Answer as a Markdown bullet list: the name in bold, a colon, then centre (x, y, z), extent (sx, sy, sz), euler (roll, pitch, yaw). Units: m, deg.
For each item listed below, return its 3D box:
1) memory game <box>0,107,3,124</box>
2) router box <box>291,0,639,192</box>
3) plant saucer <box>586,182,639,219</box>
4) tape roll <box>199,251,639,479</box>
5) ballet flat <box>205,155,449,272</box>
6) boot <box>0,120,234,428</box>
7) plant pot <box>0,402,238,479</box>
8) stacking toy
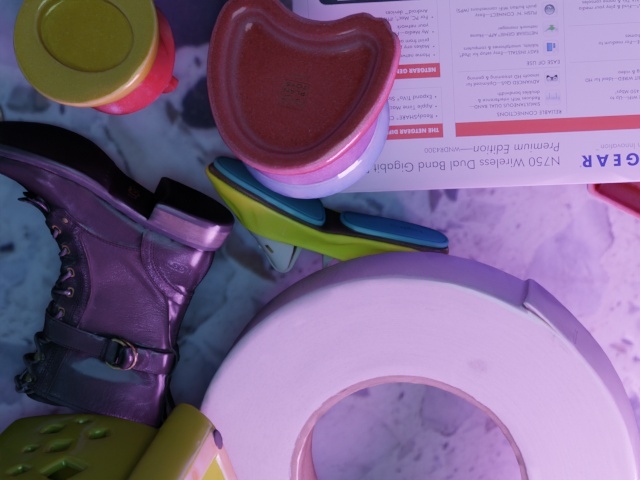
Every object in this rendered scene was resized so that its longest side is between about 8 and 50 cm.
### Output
- **memory game**: centre (-0.366, -0.109, 1.529), extent (0.186, 0.012, 0.186), euler (-1, 101, -5)
- **router box**: centre (0.143, -0.197, 1.486), extent (0.335, 0.082, 0.301), euler (-1, 102, 7)
- **plant saucer**: centre (0.398, -0.105, 1.573), extent (0.258, 0.048, 0.259), euler (26, 97, -9)
- **tape roll**: centre (0.082, 0.198, 1.539), extent (0.392, 0.072, 0.392), euler (3, 108, 10)
- **ballet flat**: centre (0.000, 0.000, 1.550), extent (0.231, 0.077, 0.077), euler (19, 110, -9)
- **boot**: centre (-0.215, 0.038, 1.529), extent (0.263, 0.091, 0.229), euler (25, 109, 0)
- **plant pot**: centre (-0.171, 0.274, 1.468), extent (0.207, 0.228, 0.227), euler (-13, 109, 20)
- **stacking toy**: centre (-0.059, -0.190, 1.452), extent (0.309, 0.130, 0.280), euler (23, 84, 16)
